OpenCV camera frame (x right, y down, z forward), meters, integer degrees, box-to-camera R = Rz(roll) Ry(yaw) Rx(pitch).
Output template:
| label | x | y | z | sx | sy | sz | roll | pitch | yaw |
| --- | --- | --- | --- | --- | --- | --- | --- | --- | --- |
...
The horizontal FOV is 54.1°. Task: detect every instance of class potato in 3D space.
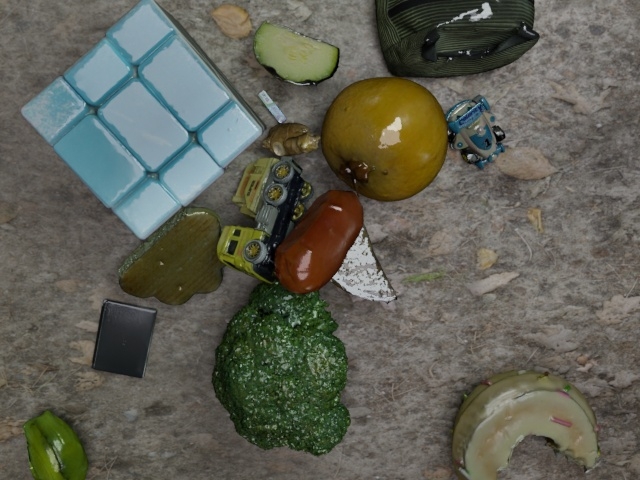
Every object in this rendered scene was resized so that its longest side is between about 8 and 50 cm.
| label | x | y | z | sx | sy | sz | roll | pitch | yaw |
| --- | --- | --- | --- | --- | --- | --- | --- | --- | --- |
| potato | 0.067 | 0.050 | 1.449 | 0.138 | 0.098 | 0.243 | -23 | 86 | -7 |

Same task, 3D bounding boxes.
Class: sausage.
| label | x | y | z | sx | sy | sz | roll | pitch | yaw |
| --- | --- | --- | --- | --- | --- | --- | --- | --- | --- |
| sausage | 0.002 | 0.002 | 1.323 | 0.133 | 0.133 | 0.258 | 40 | 62 | -12 |

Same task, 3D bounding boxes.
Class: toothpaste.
| label | x | y | z | sx | sy | sz | roll | pitch | yaw |
| --- | --- | --- | --- | --- | --- | --- | --- | --- | --- |
| toothpaste | -0.109 | -0.300 | 1.411 | 0.020 | 0.017 | 0.083 | -38 | 103 | 5 |

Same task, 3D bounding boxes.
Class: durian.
| label | x | y | z | sx | sy | sz | roll | pitch | yaw |
| --- | --- | --- | --- | --- | --- | --- | --- | --- | --- |
| durian | -0.633 | 0.530 | 1.515 | 0.139 | 0.101 | 0.250 | -9 | 106 | 34 |

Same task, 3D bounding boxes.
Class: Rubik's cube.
| label | x | y | z | sx | sy | sz | roll | pitch | yaw |
| --- | --- | --- | --- | --- | --- | --- | --- | --- | --- |
| Rubik's cube | -0.323 | -0.240 | 1.254 | 0.316 | 0.319 | 0.322 | -39 | 102 | 5 |

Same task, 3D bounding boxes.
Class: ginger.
| label | x | y | z | sx | sy | sz | roll | pitch | yaw |
| --- | --- | --- | --- | --- | --- | --- | --- | --- | --- |
| ginger | -0.050 | -0.222 | 1.378 | 0.096 | 0.165 | 0.067 | -37 | 124 | -34 |

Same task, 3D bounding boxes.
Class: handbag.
| label | x | y | z | sx | sy | sz | roll | pitch | yaw |
| --- | --- | --- | --- | --- | --- | --- | --- | --- | --- |
| handbag | 0.293 | -0.474 | 1.296 | 0.341 | 0.240 | 0.247 | -5 | 98 | -2 |

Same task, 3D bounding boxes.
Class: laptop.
| label | x | y | z | sx | sy | sz | roll | pitch | yaw |
| --- | --- | --- | --- | --- | --- | --- | --- | --- | --- |
| laptop | -0.471 | 0.236 | 1.502 | 0.129 | 0.016 | 0.180 | 13 | 102 | -7 |

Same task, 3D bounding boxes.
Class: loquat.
| label | x | y | z | sx | sy | sz | roll | pitch | yaw |
| --- | --- | --- | --- | --- | --- | --- | --- | --- | --- |
| loquat | 0.134 | -0.211 | 1.320 | 0.275 | 0.275 | 0.275 | -1 | 103 | -4 |

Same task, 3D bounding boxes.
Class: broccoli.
| label | x | y | z | sx | sy | sz | roll | pitch | yaw |
| --- | --- | --- | --- | --- | --- | --- | --- | --- | --- |
| broccoli | -0.088 | 0.291 | 1.405 | 0.321 | 0.310 | 0.413 | -23 | 85 | 1 |

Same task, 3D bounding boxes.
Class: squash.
| label | x | y | z | sx | sy | sz | roll | pitch | yaw |
| --- | --- | --- | --- | --- | --- | --- | --- | --- | --- |
| squash | -0.064 | -0.370 | 1.356 | 0.192 | 0.184 | 0.085 | 18 | 139 | -6 |

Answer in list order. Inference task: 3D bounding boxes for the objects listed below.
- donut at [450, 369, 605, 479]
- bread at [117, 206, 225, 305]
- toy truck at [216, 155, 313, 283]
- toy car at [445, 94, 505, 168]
| label | x | y | z | sx | sy | sz | roll | pitch | yaw |
| --- | --- | --- | --- | --- | --- | --- | --- | --- | --- |
| donut | 0.495 | 0.467 | 1.564 | 0.371 | 0.150 | 0.307 | -16 | 103 | -1 |
| bread | -0.310 | 0.049 | 1.426 | 0.286 | 0.056 | 0.207 | -36 | 127 | 14 |
| toy truck | -0.131 | -0.054 | 1.375 | 0.157 | 0.124 | 0.272 | 10 | 74 | 30 |
| toy car | 0.356 | -0.239 | 1.422 | 0.126 | 0.098 | 0.161 | -36 | 101 | 6 |
